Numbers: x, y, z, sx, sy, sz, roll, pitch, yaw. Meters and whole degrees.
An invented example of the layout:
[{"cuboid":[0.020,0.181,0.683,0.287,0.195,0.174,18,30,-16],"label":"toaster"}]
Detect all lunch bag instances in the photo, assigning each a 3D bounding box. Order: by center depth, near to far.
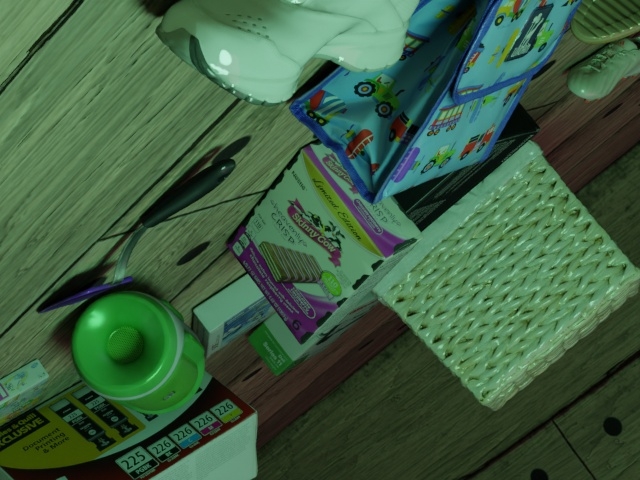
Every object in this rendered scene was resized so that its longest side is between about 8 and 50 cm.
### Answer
[{"cuboid":[0.147,-0.196,1.615,0.221,0.138,0.293,-22,158,-51],"label":"lunch bag"}]

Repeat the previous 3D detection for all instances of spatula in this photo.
[{"cuboid":[-0.183,0.002,1.679,0.296,0.030,0.084,-42,167,32],"label":"spatula"}]

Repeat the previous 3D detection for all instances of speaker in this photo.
[{"cuboid":[-0.210,0.135,1.952,0.131,0.131,0.296,-35,170,-3],"label":"speaker"}]

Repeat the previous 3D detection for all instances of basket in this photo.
[{"cuboid":[0.282,0.065,2.515,0.331,0.266,0.328,-40,169,3],"label":"basket"}]

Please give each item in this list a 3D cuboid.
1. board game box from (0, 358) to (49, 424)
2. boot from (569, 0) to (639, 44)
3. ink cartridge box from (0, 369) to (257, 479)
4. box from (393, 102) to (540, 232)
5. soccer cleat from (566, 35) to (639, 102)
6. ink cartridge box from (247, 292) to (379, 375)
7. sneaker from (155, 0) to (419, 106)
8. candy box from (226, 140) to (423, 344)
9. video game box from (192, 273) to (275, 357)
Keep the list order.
[{"cuboid":[-0.393,0.201,1.922,0.154,0.026,0.103,-31,169,-27],"label":"board game box"},{"cuboid":[0.399,-0.293,2.102,0.248,0.090,0.207,-37,169,-14],"label":"boot"},{"cuboid":[-0.285,0.270,2.181,0.309,0.272,0.130,-30,138,-33],"label":"ink cartridge box"},{"cuboid":[0.127,-0.089,2.111,0.261,0.103,0.184,-41,166,28],"label":"box"},{"cuboid":[0.431,-0.263,2.466,0.196,0.068,0.076,-28,153,-45],"label":"soccer cleat"},{"cuboid":[0.004,0.114,2.700,0.208,0.087,0.153,-44,168,35],"label":"ink cartridge box"},{"cuboid":[-0.013,-0.187,1.232,0.297,0.111,0.129,-29,153,-54],"label":"sneaker"},{"cuboid":[0.000,0.000,1.925,0.071,0.159,0.233,-30,168,-37],"label":"candy box"},{"cuboid":[-0.087,0.078,2.339,0.205,0.048,0.187,-34,173,-12],"label":"video game box"}]
